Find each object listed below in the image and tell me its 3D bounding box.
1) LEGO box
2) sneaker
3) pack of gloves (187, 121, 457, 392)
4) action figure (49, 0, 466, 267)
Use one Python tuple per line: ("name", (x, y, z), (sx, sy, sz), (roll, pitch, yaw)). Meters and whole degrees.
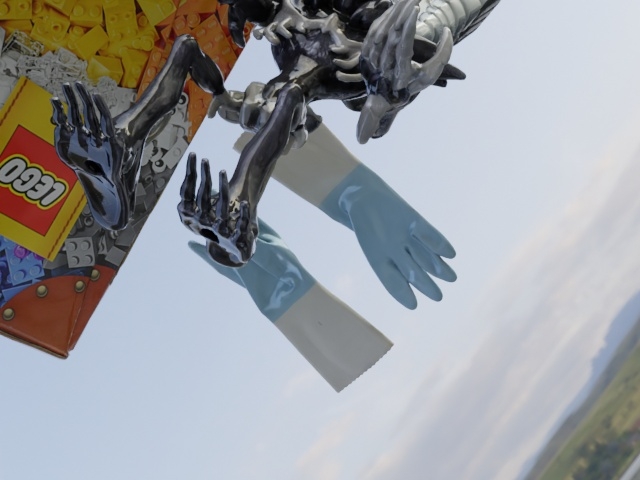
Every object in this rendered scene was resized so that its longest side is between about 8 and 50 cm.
("LEGO box", (-0.293, -0.171, 0.792), (0.193, 0.500, 0.372), (35, -101, -41))
("sneaker", (0.045, -0.191, 0.757), (0.229, 0.132, 0.086), (-41, -5, -46))
("pack of gloves", (0.000, 0.000, 0.887), (0.195, 0.232, 0.046), (-45, 2, 31))
("action figure", (-0.010, -0.109, 0.532), (0.275, 0.164, 0.141), (-54, -10, -40))
